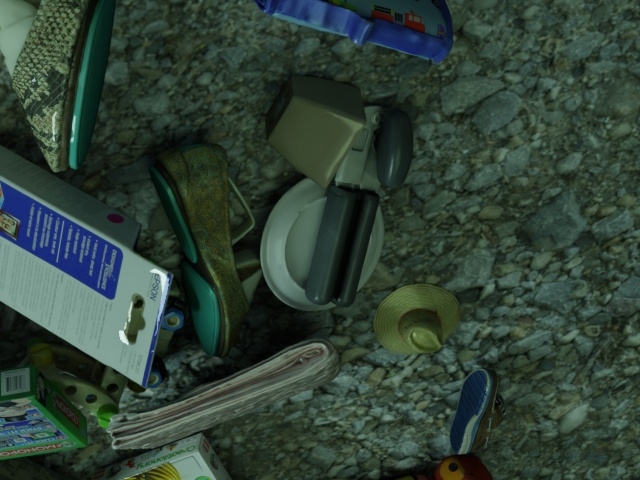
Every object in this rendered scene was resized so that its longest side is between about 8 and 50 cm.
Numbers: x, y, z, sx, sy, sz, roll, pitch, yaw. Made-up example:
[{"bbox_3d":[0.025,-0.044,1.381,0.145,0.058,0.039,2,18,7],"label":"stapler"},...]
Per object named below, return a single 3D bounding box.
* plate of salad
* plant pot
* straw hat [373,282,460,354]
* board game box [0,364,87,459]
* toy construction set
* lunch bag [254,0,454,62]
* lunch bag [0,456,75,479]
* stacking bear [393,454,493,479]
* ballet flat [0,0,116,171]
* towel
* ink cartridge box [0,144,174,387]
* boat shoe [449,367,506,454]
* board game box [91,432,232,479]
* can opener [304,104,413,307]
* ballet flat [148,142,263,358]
[{"bbox_3d":[0.000,0.000,1.902,0.200,0.048,0.199,-11,111,-28],"label":"plate of salad"},{"bbox_3d":[-0.013,-0.151,1.768,0.096,0.109,0.109,24,116,-17],"label":"plant pot"},{"bbox_3d":[0.152,0.136,2.057,0.145,0.061,0.144,-9,127,-12],"label":"straw hat"},{"bbox_3d":[-0.484,0.240,1.767,0.317,0.046,0.213,-9,155,5],"label":"board game box"},{"bbox_3d":[-0.303,0.127,1.864,0.215,0.151,0.327,10,133,-24],"label":"toy construction set"},{"bbox_3d":[0.019,-0.302,1.537,0.221,0.293,0.138,14,120,-26],"label":"lunch bag"},{"bbox_3d":[-0.518,0.444,2.013,0.287,0.169,0.235,-37,130,20],"label":"lunch bag"},{"bbox_3d":[0.153,0.449,2.238,0.289,0.175,0.164,-29,127,-5],"label":"stacking bear"},{"bbox_3d":[-0.281,-0.318,1.543,0.182,0.164,0.482,21,113,-5],"label":"ballet flat"},{"bbox_3d":[-0.123,0.214,1.915,0.317,0.053,0.332,-20,172,-1],"label":"towel"},{"bbox_3d":[-0.328,0.015,1.662,0.069,0.371,0.175,-34,147,-51],"label":"ink cartridge box"},{"bbox_3d":[0.258,0.267,2.193,0.066,0.066,0.183,-4,137,-20],"label":"boat shoe"},{"bbox_3d":[-0.197,0.452,2.115,0.193,0.053,0.305,-22,114,15],"label":"board game box"},{"bbox_3d":[0.054,-0.042,1.834,0.076,0.095,0.283,7,101,-33],"label":"can opener"},{"bbox_3d":[-0.137,0.015,1.849,0.123,0.123,0.348,-16,129,-6],"label":"ballet flat"}]
